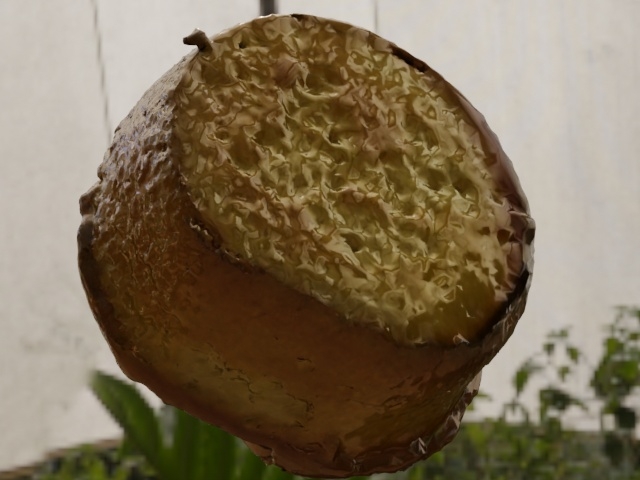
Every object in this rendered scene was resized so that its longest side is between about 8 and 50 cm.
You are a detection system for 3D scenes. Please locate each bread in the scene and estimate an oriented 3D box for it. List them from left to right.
[{"bbox_3d":[0.000,0.000,1.227,0.398,0.398,0.215,6,-35,-28],"label":"bread"}]
